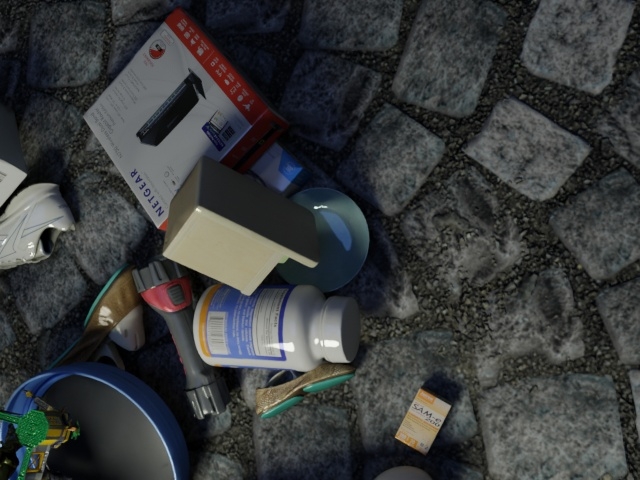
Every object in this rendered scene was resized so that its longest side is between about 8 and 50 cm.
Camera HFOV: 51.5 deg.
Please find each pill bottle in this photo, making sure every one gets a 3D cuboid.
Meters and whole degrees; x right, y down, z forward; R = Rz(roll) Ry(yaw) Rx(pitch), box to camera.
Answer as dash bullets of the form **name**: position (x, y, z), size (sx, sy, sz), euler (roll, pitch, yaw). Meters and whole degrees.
- **pill bottle**: position (-0.073, 0.152, 1.175), size (0.271, 0.152, 0.153), euler (-1, 86, 20)

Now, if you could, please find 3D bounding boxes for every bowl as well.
- **bowl**: position (-0.427, 0.415, 1.265), size (0.390, 0.077, 0.392), euler (4, 104, 17)

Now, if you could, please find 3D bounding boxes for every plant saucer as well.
- **plant saucer**: position (0.000, 0.000, 1.229), size (0.194, 0.037, 0.195), euler (-1, 87, 17)

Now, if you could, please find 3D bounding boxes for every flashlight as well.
- **flashlight**: position (-0.260, 0.181, 1.257), size (0.103, 0.103, 0.304), euler (-19, 92, 16)

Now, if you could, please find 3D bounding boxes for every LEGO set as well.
- **LEGO set**: position (-0.569, 0.394, 1.201), size (0.330, 0.192, 0.255), euler (-1, 74, 15)

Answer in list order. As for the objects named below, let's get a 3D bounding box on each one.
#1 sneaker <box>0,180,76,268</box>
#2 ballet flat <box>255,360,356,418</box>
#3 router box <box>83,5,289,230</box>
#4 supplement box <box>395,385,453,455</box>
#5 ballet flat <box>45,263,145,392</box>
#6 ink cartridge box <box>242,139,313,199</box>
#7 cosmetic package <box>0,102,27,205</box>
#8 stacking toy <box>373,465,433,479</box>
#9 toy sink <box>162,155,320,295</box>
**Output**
- **sneaker**: position (-0.646, 0.005, 1.403), size (0.297, 0.111, 0.129), euler (-39, 82, 13)
- **ballet flat**: position (-0.035, 0.255, 1.209), size (0.206, 0.073, 0.067), euler (-27, 64, 11)
- **router box**: position (-0.266, -0.230, 1.274), size (0.301, 0.082, 0.335), euler (-45, 64, 11)
- **supplement box**: position (0.179, 0.311, 1.149), size (0.062, 0.036, 0.099), euler (27, 94, 17)
- **ballet flat**: position (-0.427, 0.206, 1.317), size (0.124, 0.116, 0.342), euler (40, 101, 7)
- **ink cartridge box**: position (-0.114, -0.097, 1.260), size (0.104, 0.060, 0.180), euler (44, 99, 16)
- **cosmetic package**: position (-0.781, -0.096, 1.394), size (0.377, 0.097, 0.284), euler (-45, 47, 10)
- **stacking toy**: position (-0.004, 0.545, 1.096), size (0.480, 0.351, 0.350), euler (-42, 75, -8)
- **toy sink**: position (-0.136, -0.011, 1.143), size (0.131, 0.234, 0.153), euler (-49, 29, 29)
